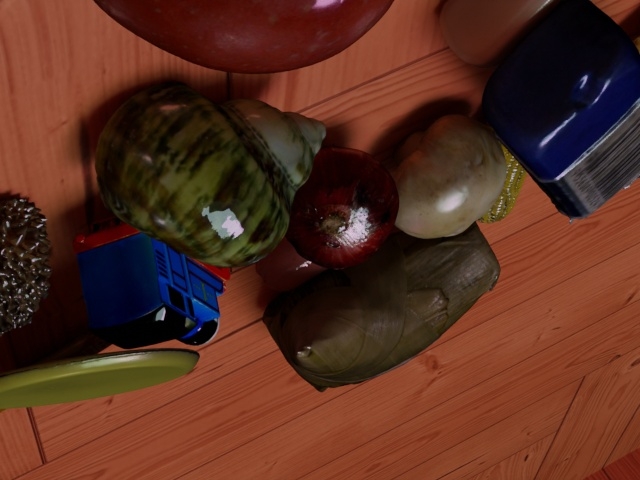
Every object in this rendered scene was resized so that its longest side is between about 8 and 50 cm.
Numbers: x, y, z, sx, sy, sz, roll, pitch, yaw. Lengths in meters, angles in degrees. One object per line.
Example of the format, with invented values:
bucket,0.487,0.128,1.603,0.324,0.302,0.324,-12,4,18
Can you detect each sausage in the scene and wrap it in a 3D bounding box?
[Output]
sausage,0.000,0.000,1.532,0.154,0.062,0.062,-33,155,-2

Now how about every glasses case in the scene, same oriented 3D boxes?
glasses case,0.195,-0.243,1.309,0.196,0.083,0.050,-47,151,23

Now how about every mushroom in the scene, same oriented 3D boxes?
mushroom,0.132,-0.067,1.511,0.148,0.112,0.148,-29,154,-16

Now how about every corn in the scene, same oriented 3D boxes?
corn,0.206,-0.094,1.599,0.072,0.072,0.203,-23,152,-21

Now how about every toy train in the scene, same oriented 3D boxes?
toy train,-0.153,0.044,1.337,0.083,0.131,0.204,-19,159,13

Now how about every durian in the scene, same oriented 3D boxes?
durian,-0.292,0.036,1.219,0.148,0.091,0.188,-31,153,-6

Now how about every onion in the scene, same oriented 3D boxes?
onion,0.015,-0.036,1.422,0.131,0.131,0.131,-27,154,-14

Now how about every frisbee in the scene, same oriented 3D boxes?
frisbee,-0.233,0.137,1.384,0.236,0.017,0.236,-10,169,-2

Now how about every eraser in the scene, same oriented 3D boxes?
eraser,0.259,-0.120,1.416,0.155,0.101,0.332,-45,159,7

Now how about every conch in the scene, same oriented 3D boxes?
conch,-0.085,-0.063,1.234,0.181,0.124,0.187,-52,137,-34

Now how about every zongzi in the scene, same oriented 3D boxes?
zongzi,0.082,0.064,1.553,0.274,0.145,0.300,-29,178,-5

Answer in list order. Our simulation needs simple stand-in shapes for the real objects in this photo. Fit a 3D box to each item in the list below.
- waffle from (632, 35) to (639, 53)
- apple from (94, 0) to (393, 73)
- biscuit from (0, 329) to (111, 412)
waffle,0.464,-0.240,1.606,0.229,0.057,0.219,-34,165,26
apple,-0.044,-0.229,0.855,0.260,0.260,0.216,-24,177,-20
biscuit,-0.264,0.119,1.474,0.292,0.026,0.048,-31,150,0
